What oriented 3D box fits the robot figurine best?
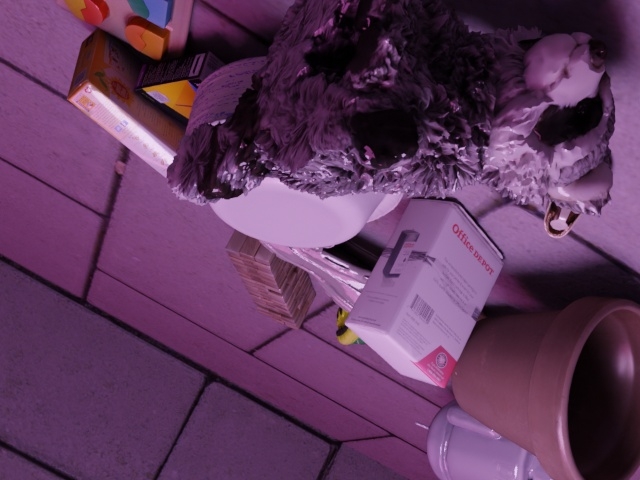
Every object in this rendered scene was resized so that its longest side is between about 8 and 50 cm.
[{"bbox_3d":[0.371,0.445,1.859,0.353,0.200,0.300,5,140,43],"label":"robot figurine"}]

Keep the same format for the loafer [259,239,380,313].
[{"bbox_3d":[0.000,0.000,1.445,0.319,0.112,0.111,38,117,-9],"label":"loafer"}]

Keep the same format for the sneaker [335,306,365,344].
[{"bbox_3d":[0.131,0.122,1.580,0.123,0.109,0.295,6,163,-24],"label":"sneaker"}]

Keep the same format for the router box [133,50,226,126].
[{"bbox_3d":[-0.142,-0.184,1.196,0.133,0.046,0.179,0,157,41],"label":"router box"}]

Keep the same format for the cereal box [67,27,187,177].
[{"bbox_3d":[-0.237,-0.174,1.231,0.047,0.173,0.240,-36,122,19],"label":"cereal box"}]

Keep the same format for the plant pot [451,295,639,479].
[{"bbox_3d":[0.318,0.199,1.239,0.229,0.263,0.263,6,150,49],"label":"plant pot"}]

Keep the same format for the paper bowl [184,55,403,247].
[{"bbox_3d":[-0.033,-0.092,1.103,0.284,0.148,0.284,9,156,4],"label":"paper bowl"}]

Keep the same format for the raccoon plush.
[{"bbox_3d":[0.078,-0.118,0.890,0.299,0.216,0.446,17,168,-32],"label":"raccoon plush"}]

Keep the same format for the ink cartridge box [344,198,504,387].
[{"bbox_3d":[0.152,0.071,1.249,0.092,0.218,0.158,10,153,48],"label":"ink cartridge box"}]

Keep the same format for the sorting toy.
[{"bbox_3d":[-0.257,-0.305,1.116,0.193,0.038,0.208,28,159,-2],"label":"sorting toy"}]

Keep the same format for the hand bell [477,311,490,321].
[{"bbox_3d":[0.329,0.153,1.392,0.126,0.126,0.242,38,149,-25],"label":"hand bell"}]

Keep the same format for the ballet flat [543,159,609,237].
[{"bbox_3d":[0.298,-0.051,1.030,0.057,0.052,0.168,22,157,14],"label":"ballet flat"}]

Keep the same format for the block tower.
[{"bbox_3d":[-0.090,0.059,1.668,0.091,0.097,0.335,19,156,18],"label":"block tower"}]
